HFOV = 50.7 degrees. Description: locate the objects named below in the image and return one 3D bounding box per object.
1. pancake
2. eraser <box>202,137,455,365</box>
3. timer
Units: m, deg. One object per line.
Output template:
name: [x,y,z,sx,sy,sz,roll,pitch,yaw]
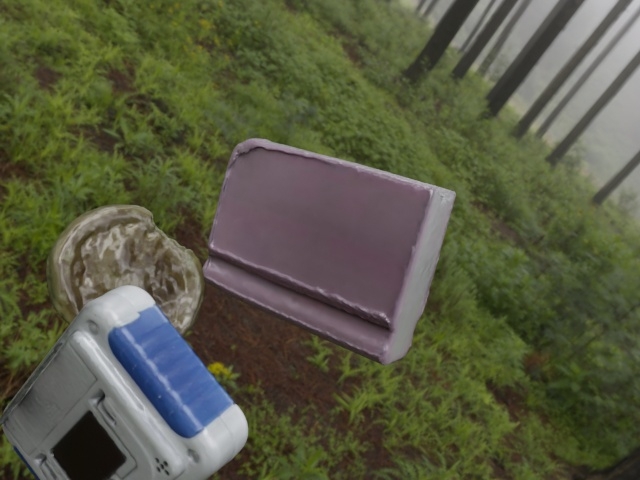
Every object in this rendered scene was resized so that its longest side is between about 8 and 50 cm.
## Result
pancake: [-0.278,0.059,0.994,0.222,0.042,0.236,-36,105,-35]
eraser: [0.000,0.000,1.068,0.359,0.272,0.122,21,12,28]
timer: [-0.193,0.172,0.612,0.178,0.253,0.078,50,35,7]
